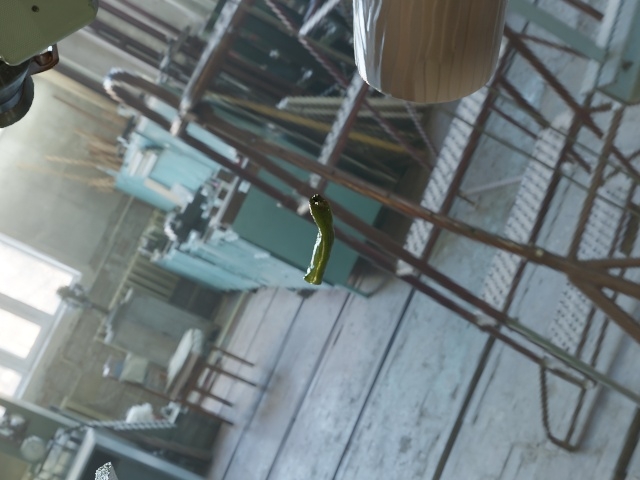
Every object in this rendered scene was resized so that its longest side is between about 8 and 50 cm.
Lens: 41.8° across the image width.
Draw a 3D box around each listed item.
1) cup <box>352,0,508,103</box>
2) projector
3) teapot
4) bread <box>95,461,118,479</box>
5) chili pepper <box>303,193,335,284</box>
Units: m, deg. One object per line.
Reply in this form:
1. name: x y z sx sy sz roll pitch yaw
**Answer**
1. cup: 0.119 -0.356 1.103 0.208 0.288 0.273 -44 -31 -31
2. projector: -0.565 -0.464 1.648 0.242 0.163 0.177 -36 30 -14
3. teapot: -0.743 -0.410 1.892 0.300 0.253 0.344 -25 -4 -17
4. bread: -0.354 0.452 1.425 0.036 0.112 0.193 -23 4 -11
5. chili pepper: 0.000 0.000 1.629 0.052 0.050 0.201 -57 -24 -54
